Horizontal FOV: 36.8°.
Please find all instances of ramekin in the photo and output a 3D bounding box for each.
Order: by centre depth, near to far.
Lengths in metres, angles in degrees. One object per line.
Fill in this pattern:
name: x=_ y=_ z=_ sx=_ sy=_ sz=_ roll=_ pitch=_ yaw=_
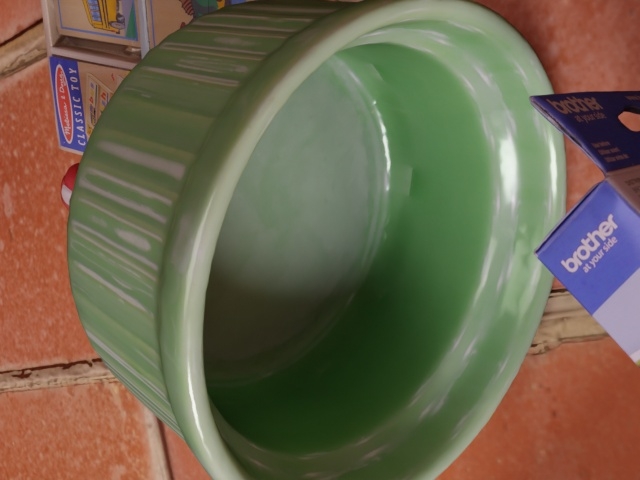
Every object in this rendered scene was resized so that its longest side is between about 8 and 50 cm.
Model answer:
ramekin: x=0.000 y=0.000 z=0.576 sx=0.148 sy=0.303 sz=0.304 roll=21 pitch=110 yaw=43

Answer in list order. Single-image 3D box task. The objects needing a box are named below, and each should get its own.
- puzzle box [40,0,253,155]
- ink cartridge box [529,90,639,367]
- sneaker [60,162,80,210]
puzzle box: x=-0.129 y=-0.247 z=0.746 sx=0.272 sy=0.052 sz=0.409 roll=17 pitch=119 yaw=37
ink cartridge box: x=0.229 y=0.050 z=0.459 sx=0.311 sy=0.185 sz=0.065 roll=53 pitch=127 yaw=20
sneaker: x=-0.101 y=-0.067 z=0.719 sx=0.221 sy=0.087 sz=0.128 roll=13 pitch=109 yaw=24
